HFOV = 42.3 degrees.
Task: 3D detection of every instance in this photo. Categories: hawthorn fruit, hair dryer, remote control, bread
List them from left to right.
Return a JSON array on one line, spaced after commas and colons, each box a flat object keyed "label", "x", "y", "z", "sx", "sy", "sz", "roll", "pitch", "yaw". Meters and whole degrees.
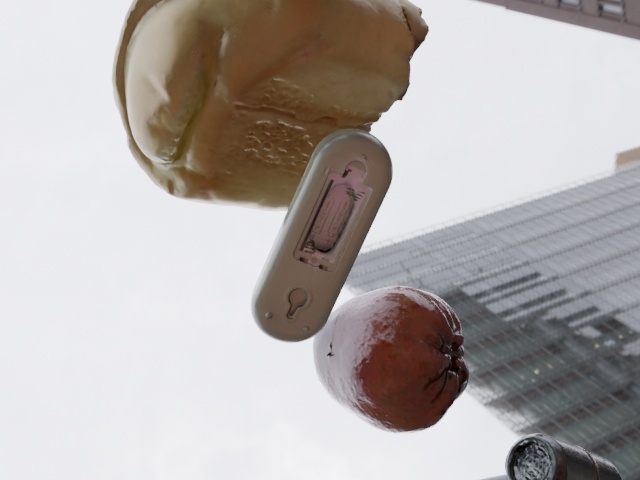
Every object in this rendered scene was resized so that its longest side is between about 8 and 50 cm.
[{"label": "bread", "x": -0.079, "y": -0.186, "z": 0.887, "sx": 0.270, "sy": 0.211, "sz": 0.315, "roll": 7, "pitch": -46, "yaw": -35}, {"label": "remote control", "x": 0.000, "y": 0.000, "z": 0.780, "sx": 0.078, "sy": 0.042, "sz": 0.221, "roll": 21, "pitch": -75, "yaw": -12}, {"label": "hawthorn fruit", "x": 0.092, "y": 0.177, "z": 1.242, "sx": 0.224, "sy": 0.261, "sz": 0.224, "roll": 5, "pitch": -96, "yaw": -53}, {"label": "hair dryer", "x": 0.271, "y": 0.399, "z": 1.305, "sx": 0.352, "sy": 0.107, "sz": 0.189, "roll": -27, "pitch": -41, "yaw": 37}]
